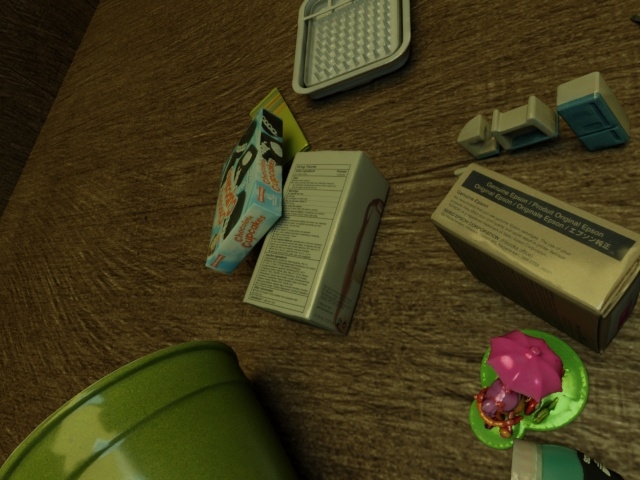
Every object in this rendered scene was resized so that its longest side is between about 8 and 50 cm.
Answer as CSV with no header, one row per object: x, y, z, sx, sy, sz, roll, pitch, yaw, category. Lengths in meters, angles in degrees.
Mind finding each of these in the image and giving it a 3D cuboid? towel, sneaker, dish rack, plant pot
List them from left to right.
-0.164,0.392,0.562,0.353,0.366,0.366,42,93,26,plant pot
-0.102,-0.269,1.020,0.102,0.021,0.237,-39,53,18,towel
0.077,-0.479,0.972,0.286,0.072,0.332,-10,63,28,dish rack
0.252,0.373,0.427,0.121,0.108,0.302,2,75,26,sneaker

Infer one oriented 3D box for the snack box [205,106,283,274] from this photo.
-0.149,-0.109,0.858,0.187,0.060,0.321,-46,33,34,snack box

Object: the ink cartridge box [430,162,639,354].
0.262,0.028,0.505,0.193,0.235,0.088,36,90,38,ink cartridge box

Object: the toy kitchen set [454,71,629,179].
0.324,-0.113,0.634,0.207,0.122,0.166,-10,61,51,toy kitchen set

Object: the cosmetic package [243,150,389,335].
0.000,0.000,0.754,0.153,0.129,0.296,8,73,37,cosmetic package

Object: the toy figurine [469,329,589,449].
0.229,0.172,0.505,0.173,0.159,0.130,-50,51,3,toy figurine

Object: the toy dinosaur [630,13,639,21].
0.524,-0.255,0.590,0.118,0.064,0.268,-9,60,36,toy dinosaur
